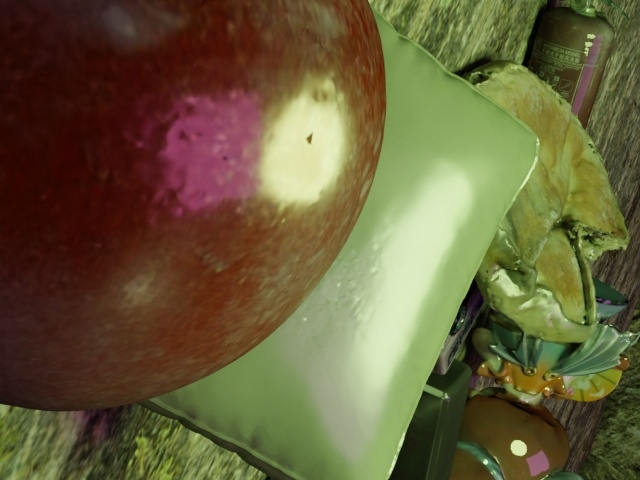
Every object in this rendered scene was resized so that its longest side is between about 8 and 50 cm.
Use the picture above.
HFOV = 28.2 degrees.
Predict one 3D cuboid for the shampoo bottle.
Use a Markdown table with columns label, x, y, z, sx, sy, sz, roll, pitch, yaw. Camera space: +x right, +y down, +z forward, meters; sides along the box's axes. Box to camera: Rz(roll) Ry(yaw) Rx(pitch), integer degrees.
| label | x | y | z | sx | sy | sz | roll | pitch | yaw |
| --- | --- | --- | --- | --- | --- | --- | --- | --- | --- |
| shampoo bottle | 0.127 | 0.254 | 1.625 | 0.079 | 0.080 | 0.246 | -42 | 147 | -45 |

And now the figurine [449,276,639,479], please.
| label | x | y | z | sx | sy | sz | roll | pitch | yaw |
| --- | --- | --- | --- | --- | --- | --- | --- | --- | --- |
| figurine | 0.295 | 0.235 | 1.797 | 0.248 | 0.277 | 0.388 | -120 | -130 | -72 |

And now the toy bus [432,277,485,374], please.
| label | x | y | z | sx | sy | sz | roll | pitch | yaw |
| --- | --- | --- | --- | --- | --- | --- | --- | --- | --- |
| toy bus | 0.146 | 0.045 | 1.439 | 0.199 | 0.096 | 0.108 | -58 | 156 | -21 |

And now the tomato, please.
| label | x | y | z | sx | sy | sz | roll | pitch | yaw |
| --- | --- | --- | --- | --- | --- | --- | --- | --- | --- |
| tomato | -0.109 | -0.051 | 0.498 | 0.270 | 0.270 | 0.227 | -12 | 126 | -65 |

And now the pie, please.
| label | x | y | z | sx | sy | sz | roll | pitch | yaw |
| --- | --- | --- | --- | --- | --- | --- | --- | --- | --- |
| pie | 0.231 | -0.055 | 1.393 | 0.337 | 0.075 | 0.337 | 27 | 52 | -41 |

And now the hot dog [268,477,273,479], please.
| label | x | y | z | sx | sy | sz | roll | pitch | yaw |
| --- | --- | --- | --- | --- | --- | --- | --- | --- | --- |
| hot dog | 0.020 | 0.205 | 1.319 | 0.242 | 0.084 | 0.073 | -54 | 152 | -30 |

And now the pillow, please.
| label | x | y | z | sx | sy | sz | roll | pitch | yaw |
| --- | --- | --- | --- | --- | --- | --- | --- | --- | --- |
| pillow | 0.000 | 0.000 | 0.894 | 0.120 | 0.255 | 0.322 | -1 | -122 | 63 |

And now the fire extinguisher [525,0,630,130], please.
| label | x | y | z | sx | sy | sz | roll | pitch | yaw |
| --- | --- | --- | --- | --- | --- | --- | --- | --- | --- |
| fire extinguisher | 0.300 | -0.196 | 1.554 | 0.105 | 0.105 | 0.269 | -26 | 135 | -60 |
